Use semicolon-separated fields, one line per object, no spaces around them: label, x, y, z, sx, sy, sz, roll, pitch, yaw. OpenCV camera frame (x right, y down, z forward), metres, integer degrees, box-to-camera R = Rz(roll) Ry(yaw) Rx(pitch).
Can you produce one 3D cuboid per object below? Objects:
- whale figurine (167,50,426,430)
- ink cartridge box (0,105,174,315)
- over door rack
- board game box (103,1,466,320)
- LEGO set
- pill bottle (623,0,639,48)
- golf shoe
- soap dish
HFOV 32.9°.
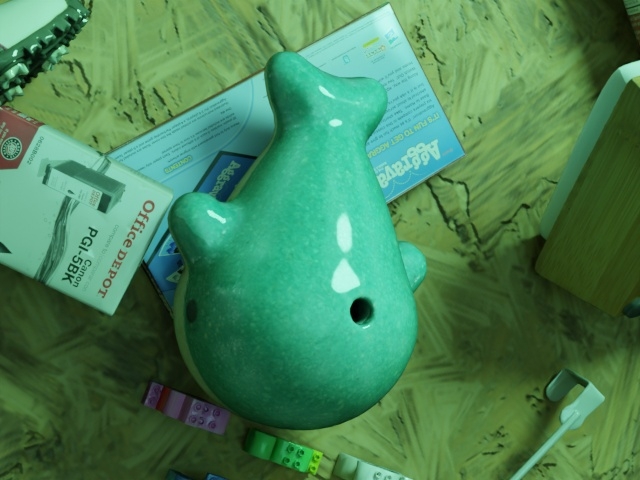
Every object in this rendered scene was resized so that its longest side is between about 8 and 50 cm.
whale figurine;0.000;0.000;0.775;0.216;0.141;0.272;15;81;-29
ink cartridge box;-0.183;-0.021;0.764;0.135;0.056;0.099;27;91;-10
over door rack;0.208;0.303;0.904;0.239;0.108;0.324;46;74;-15
board game box;-0.028;-0.064;0.860;0.281;0.027;0.145;-31;99;-19
LEGO set;-0.031;0.188;0.820;0.227;0.093;0.087;23;81;-20
pill bottle;0.320;-0.242;0.947;0.121;0.121;0.216;-24;98;-20
golf shoe;-0.287;-0.119;0.722;0.273;0.105;0.120;-31;95;-19
soap dish;0.344;-0.055;0.897;0.291;0.229;0.118;-12;54;-21
